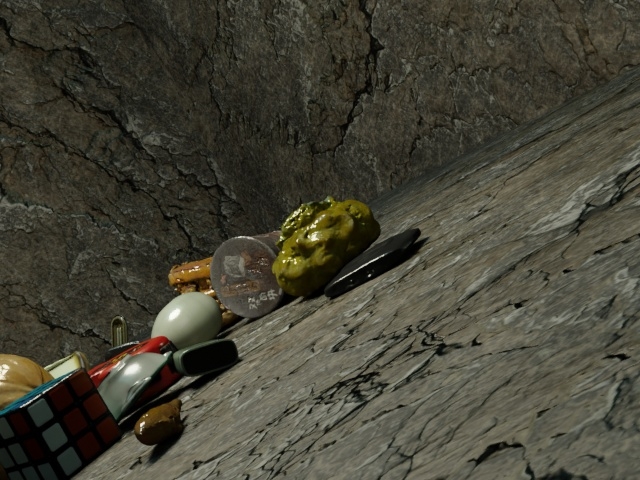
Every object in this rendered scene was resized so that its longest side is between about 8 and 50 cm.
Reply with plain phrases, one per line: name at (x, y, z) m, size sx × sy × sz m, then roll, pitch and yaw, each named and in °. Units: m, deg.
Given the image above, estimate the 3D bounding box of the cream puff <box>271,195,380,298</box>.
cream puff at (-0.001, 0.001, 1.984) m, size 0.282 × 0.185 × 0.282 m, roll -41°, pitch 0°, yaw 0°

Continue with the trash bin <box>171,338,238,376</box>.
trash bin at (-0.236, 0.237, 1.700) m, size 0.116 × 0.059 × 0.130 m, roll -14°, pitch -2°, yaw -20°

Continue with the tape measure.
tape measure at (-0.438, 0.318, 1.907) m, size 0.260 × 0.114 × 0.253 m, roll -27°, pitch 4°, yaw -1°

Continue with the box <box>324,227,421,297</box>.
box at (0.111, 0.044, 1.804) m, size 0.212 × 0.042 × 0.201 m, roll -31°, pitch 5°, yaw 24°

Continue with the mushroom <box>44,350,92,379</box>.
mushroom at (-0.676, 0.446, 2.056) m, size 0.292 × 0.212 × 0.217 m, roll -20°, pitch 45°, yaw -17°

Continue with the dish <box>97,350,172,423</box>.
dish at (-0.393, 0.290, 1.683) m, size 0.224 × 0.078 × 0.246 m, roll -50°, pitch 1°, yaw -17°

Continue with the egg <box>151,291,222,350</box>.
egg at (-0.344, 0.219, 2.151) m, size 0.209 × 0.151 × 0.151 m, roll -36°, pitch 7°, yaw -39°

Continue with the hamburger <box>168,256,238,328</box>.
hamburger at (-0.309, 0.145, 2.386) m, size 0.245 × 0.211 × 0.260 m, roll -24°, pitch 5°, yaw -38°

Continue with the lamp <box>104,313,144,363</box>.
lamp at (-0.499, 0.286, 2.195) m, size 0.124 × 0.203 × 0.283 m, roll -12°, pitch -4°, yaw -13°

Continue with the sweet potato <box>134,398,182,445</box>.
sweet potato at (-0.251, 0.290, 1.341) m, size 0.068 × 0.060 × 0.206 m, roll 7°, pitch 5°, yaw 2°

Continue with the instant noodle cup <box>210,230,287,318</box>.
instant noodle cup at (-0.146, 0.076, 2.194) m, size 0.217 × 0.217 × 0.207 m, roll -28°, pitch -1°, yaw 26°

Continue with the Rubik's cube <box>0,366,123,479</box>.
Rubik's cube at (-0.499, 0.355, 1.562) m, size 0.162 × 0.163 × 0.160 m, roll -23°, pitch 8°, yaw 36°

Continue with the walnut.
walnut at (-0.705, 0.392, 1.822) m, size 0.313 × 0.277 × 0.252 m, roll -33°, pitch -17°, yaw 22°
